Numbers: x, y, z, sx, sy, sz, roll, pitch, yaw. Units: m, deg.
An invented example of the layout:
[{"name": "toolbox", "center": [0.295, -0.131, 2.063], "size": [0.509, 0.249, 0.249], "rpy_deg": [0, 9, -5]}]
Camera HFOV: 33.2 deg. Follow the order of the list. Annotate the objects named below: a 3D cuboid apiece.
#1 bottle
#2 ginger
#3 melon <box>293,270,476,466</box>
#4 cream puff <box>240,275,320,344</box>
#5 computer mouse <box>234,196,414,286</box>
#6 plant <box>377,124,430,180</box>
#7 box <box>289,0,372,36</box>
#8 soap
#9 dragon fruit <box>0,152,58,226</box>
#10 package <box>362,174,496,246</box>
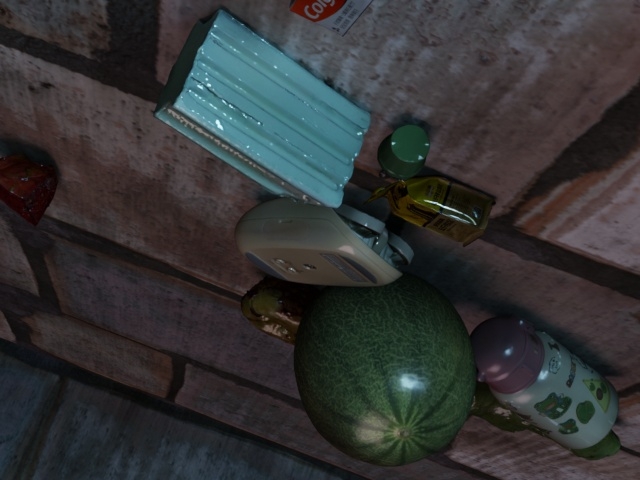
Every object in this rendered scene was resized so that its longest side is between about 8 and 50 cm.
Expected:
[{"name": "bottle", "center": [0.302, 0.191, 1.491], "size": [0.120, 0.120, 0.253], "rpy_deg": [-3, 148, 48]}, {"name": "ginger", "center": [0.347, 0.282, 1.738], "size": [0.290, 0.089, 0.137], "rpy_deg": [13, 141, 8]}, {"name": "melon", "center": [0.082, 0.164, 1.398], "size": [0.237, 0.237, 0.301], "rpy_deg": [27, -164, -16]}, {"name": "cream puff", "center": [-0.050, 0.102, 1.655], "size": [0.149, 0.084, 0.149], "rpy_deg": [18, 156, 9]}, {"name": "computer mouse", "center": [0.000, 0.000, 1.343], "size": [0.236, 0.082, 0.145], "rpy_deg": [-2, 150, 43]}, {"name": "plant", "center": [0.081, -0.084, 1.099], "size": [0.051, 0.051, 0.102], "rpy_deg": [21, 165, -2]}, {"name": "box", "center": [0.035, -0.222, 0.801], "size": [0.055, 0.039, 0.218], "rpy_deg": [24, 160, -13]}, {"name": "soap", "center": [-0.053, -0.120, 1.042], "size": [0.198, 0.114, 0.063], "rpy_deg": [33, 157, -27]}, {"name": "dragon fruit", "center": [-0.440, -0.093, 1.555], "size": [0.106, 0.083, 0.162], "rpy_deg": [34, 169, 2]}, {"name": "package", "center": [0.118, -0.041, 1.175], "size": [0.131, 0.047, 0.071], "rpy_deg": [21, 165, -4]}]
